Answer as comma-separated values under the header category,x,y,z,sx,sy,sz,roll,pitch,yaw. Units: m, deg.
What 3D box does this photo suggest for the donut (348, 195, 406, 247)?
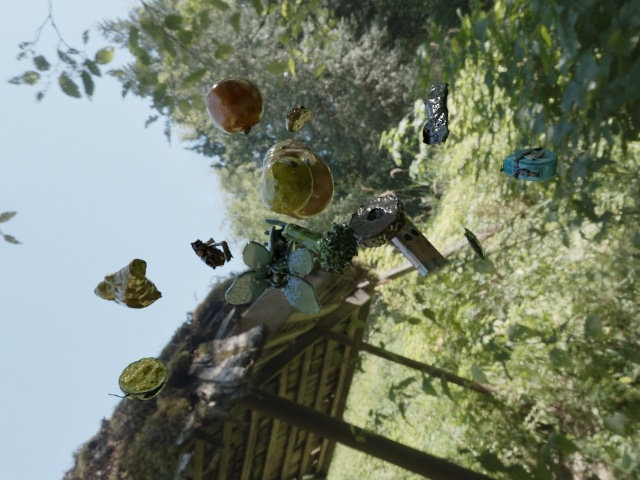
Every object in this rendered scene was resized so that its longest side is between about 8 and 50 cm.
category,x,y,z,sx,sy,sz,roll,pitch,yaw
donut,0.241,-0.076,1.880,0.103,0.270,0.269,52,-132,-33

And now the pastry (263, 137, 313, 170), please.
category,x,y,z,sx,sy,sz,roll,pitch,yaw
pastry,-0.169,-0.446,2.801,0.388,0.313,0.388,7,-98,-57

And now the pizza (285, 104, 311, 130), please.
category,x,y,z,sx,sy,sz,roll,pitch,yaw
pizza,-0.102,-0.524,1.914,0.127,0.058,0.246,-55,1,35

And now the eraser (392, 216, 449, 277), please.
category,x,y,z,sx,sy,sz,roll,pitch,yaw
eraser,0.406,0.022,1.934,0.171,0.290,0.087,-13,-34,-42

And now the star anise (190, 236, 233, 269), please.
category,x,y,z,sx,sy,sz,roll,pitch,yaw
star anise,-0.548,0.067,2.298,0.237,0.346,0.148,44,-109,-31

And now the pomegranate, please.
category,x,y,z,sx,sy,sz,roll,pitch,yaw
pomegranate,-0.385,-0.611,2.044,0.264,0.264,0.264,15,-90,-74

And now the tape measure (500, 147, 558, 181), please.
category,x,y,z,sx,sy,sz,roll,pitch,yaw
tape measure,0.628,-0.222,1.318,0.146,0.125,0.081,-25,-56,-22

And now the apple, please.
category,x,y,z,sx,sy,sz,roll,pitch,yaw
apple,-0.117,-0.303,2.445,0.346,0.391,0.391,74,-146,-46

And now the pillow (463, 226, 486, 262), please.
category,x,y,z,sx,sy,sz,roll,pitch,yaw
pillow,0.571,0.010,1.654,0.033,0.130,0.217,-38,0,20

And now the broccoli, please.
category,x,y,z,sx,sy,sz,roll,pitch,yaw
broccoli,0.015,0.002,1.607,0.198,0.275,0.177,5,-74,-51

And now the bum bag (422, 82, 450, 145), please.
category,x,y,z,sx,sy,sz,roll,pitch,yaw
bum bag,0.453,-0.503,1.762,0.142,0.080,0.326,-43,33,53

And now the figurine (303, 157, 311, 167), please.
category,x,y,z,sx,sy,sz,roll,pitch,yaw
figurine,-0.075,-0.356,2.226,0.047,0.060,0.106,47,-136,-70

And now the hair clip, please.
category,x,y,z,sx,sy,sz,roll,pitch,yaw
hair clip,-0.172,0.097,1.844,0.238,0.392,0.318,-83,0,-59

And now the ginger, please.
category,x,y,z,sx,sy,sz,roll,pitch,yaw
ginger,-0.760,0.162,1.751,0.375,0.236,0.166,101,-174,-50

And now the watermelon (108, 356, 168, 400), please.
category,x,y,z,sx,sy,sz,roll,pitch,yaw
watermelon,-0.796,0.644,2.009,0.232,0.204,0.127,-76,-7,-57

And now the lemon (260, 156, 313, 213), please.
category,x,y,z,sx,sy,sz,roll,pitch,yaw
lemon,-0.159,-0.256,2.114,0.284,0.260,0.260,-66,-13,21
